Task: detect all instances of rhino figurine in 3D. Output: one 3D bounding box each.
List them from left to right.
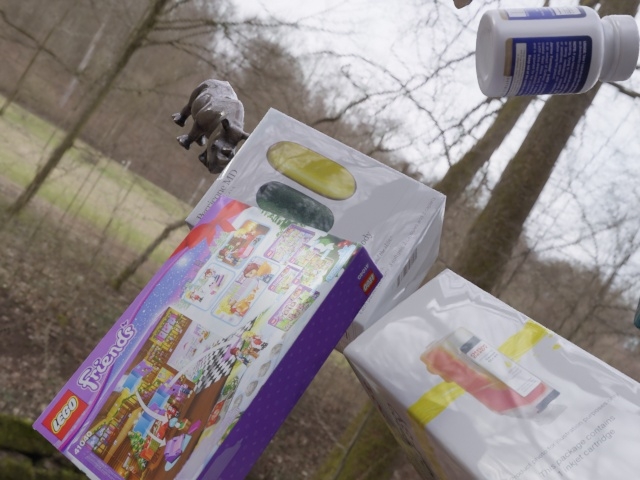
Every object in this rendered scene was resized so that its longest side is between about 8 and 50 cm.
[{"bbox_3d":[-0.153,-0.166,1.097,0.073,0.106,0.243,36,13,-31],"label":"rhino figurine"}]

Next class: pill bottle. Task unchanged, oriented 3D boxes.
[{"bbox_3d":[0.303,-0.244,0.972,0.186,0.112,0.112,-2,-5,-1],"label":"pill bottle"}]

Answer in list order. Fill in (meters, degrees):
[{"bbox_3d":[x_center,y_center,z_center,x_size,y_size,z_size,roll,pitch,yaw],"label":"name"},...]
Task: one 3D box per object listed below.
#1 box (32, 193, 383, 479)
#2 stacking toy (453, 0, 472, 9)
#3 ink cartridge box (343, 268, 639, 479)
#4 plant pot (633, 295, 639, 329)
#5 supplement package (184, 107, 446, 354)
[{"bbox_3d":[-0.104,0.103,0.693,0.201,0.293,0.057,21,-24,40],"label":"box"},{"bbox_3d":[0.184,-0.429,0.780,0.279,0.130,0.309,56,-39,-3],"label":"stacking toy"},{"bbox_3d":[0.216,0.232,0.725,0.279,0.160,0.384,60,-11,-28],"label":"ink cartridge box"},{"bbox_3d":[0.532,0.013,0.954,0.165,0.166,0.234,21,-41,16],"label":"plant pot"},{"bbox_3d":[0.000,0.000,1.005,0.262,0.199,0.198,29,-18,16],"label":"supplement package"}]
